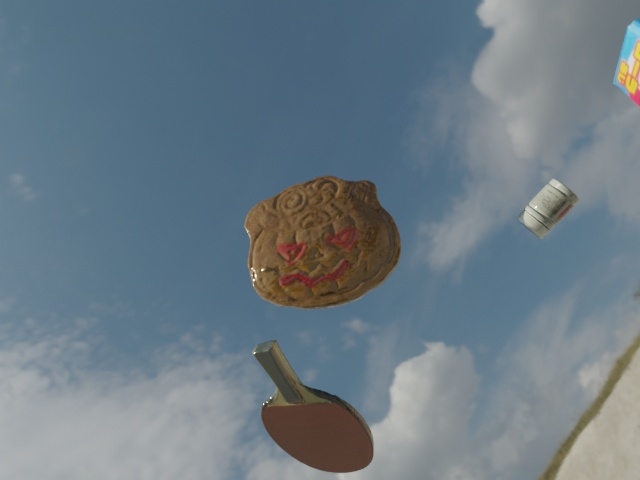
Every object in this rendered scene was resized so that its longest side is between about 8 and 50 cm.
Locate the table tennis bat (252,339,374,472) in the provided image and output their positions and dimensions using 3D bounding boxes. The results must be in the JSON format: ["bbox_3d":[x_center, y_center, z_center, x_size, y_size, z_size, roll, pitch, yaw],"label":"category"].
[{"bbox_3d":[-0.017,0.198,0.603,0.130,0.019,0.220,-13,-60,25],"label":"table tennis bat"}]

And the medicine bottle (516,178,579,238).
[{"bbox_3d":[0.388,-0.054,0.899,0.058,0.058,0.091,27,-71,-43],"label":"medicine bottle"}]

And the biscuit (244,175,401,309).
[{"bbox_3d":[0.000,-0.001,0.932,0.273,0.257,0.049,-15,-28,5],"label":"biscuit"}]

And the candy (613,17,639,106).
[{"bbox_3d":[0.496,-0.158,0.591,0.157,0.305,0.100,-15,-42,-1],"label":"candy"}]
